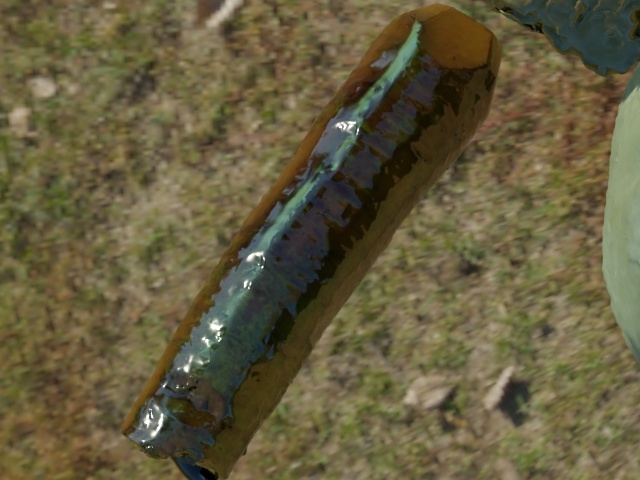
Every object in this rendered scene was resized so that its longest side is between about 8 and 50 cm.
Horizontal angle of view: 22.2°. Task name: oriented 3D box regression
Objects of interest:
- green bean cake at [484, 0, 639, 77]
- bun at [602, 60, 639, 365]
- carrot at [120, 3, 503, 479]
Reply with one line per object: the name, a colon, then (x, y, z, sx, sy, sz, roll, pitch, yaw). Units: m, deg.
green bean cake: (0.257, -0.294, 1.563, 0.224, 0.131, 0.230, 28, 111, -6)
bun: (0.199, -0.008, 0.586, 0.221, 0.108, 0.221, 2, 93, 31)
carrot: (0.000, 0.000, 0.764, 0.070, 0.070, 0.260, 25, 72, 27)
